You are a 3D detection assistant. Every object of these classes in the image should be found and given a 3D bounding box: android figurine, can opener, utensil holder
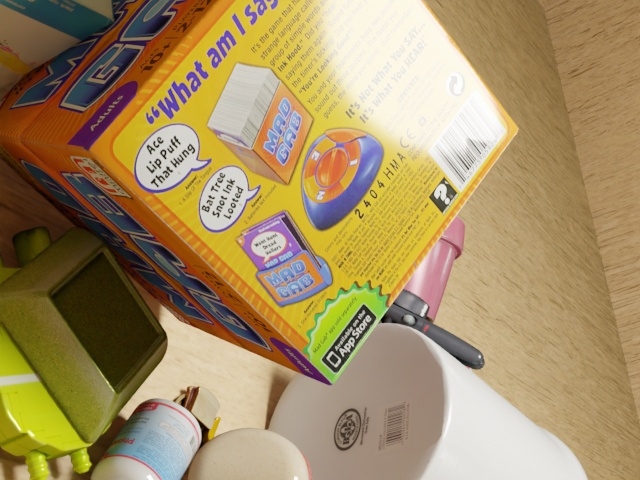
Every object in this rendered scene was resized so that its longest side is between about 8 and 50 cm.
[{"bbox_3d":[-0.302,0.116,1.105,0.248,0.056,0.273,1,67,-62],"label":"android figurine"},{"bbox_3d":[0.153,0.129,1.501,0.186,0.073,0.059,31,-3,28],"label":"can opener"},{"bbox_3d":[0.152,0.337,1.487,0.385,0.327,0.328,40,38,-37],"label":"utensil holder"}]

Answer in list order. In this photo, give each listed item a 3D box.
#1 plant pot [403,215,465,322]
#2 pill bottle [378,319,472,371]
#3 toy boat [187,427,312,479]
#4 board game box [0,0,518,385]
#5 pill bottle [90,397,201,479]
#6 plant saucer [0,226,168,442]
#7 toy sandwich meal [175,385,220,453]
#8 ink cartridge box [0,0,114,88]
[{"bbox_3d":[0.144,0.048,1.826,0.201,0.201,0.180,30,61,-50],"label":"plant pot"},{"bbox_3d":[0.109,0.187,1.673,0.283,0.161,0.161,41,38,-38],"label":"pill bottle"},{"bbox_3d":[-0.086,0.347,1.267,0.151,0.151,0.231,89,4,-61],"label":"toy boat"},{"bbox_3d":[-0.085,-0.121,1.154,0.356,0.356,0.356,47,72,-30],"label":"board game box"},{"bbox_3d":[-0.199,0.254,1.159,0.087,0.087,0.160,59,29,-17],"label":"pill bottle"},{"bbox_3d":[-0.241,0.089,1.130,0.188,0.045,0.188,58,27,-12],"label":"plant saucer"},{"bbox_3d":[-0.153,0.226,1.321,0.085,0.029,0.085,40,38,-42],"label":"toy sandwich meal"},{"bbox_3d":[-0.360,-0.279,1.092,0.168,0.232,0.171,19,55,-53],"label":"ink cartridge box"}]
